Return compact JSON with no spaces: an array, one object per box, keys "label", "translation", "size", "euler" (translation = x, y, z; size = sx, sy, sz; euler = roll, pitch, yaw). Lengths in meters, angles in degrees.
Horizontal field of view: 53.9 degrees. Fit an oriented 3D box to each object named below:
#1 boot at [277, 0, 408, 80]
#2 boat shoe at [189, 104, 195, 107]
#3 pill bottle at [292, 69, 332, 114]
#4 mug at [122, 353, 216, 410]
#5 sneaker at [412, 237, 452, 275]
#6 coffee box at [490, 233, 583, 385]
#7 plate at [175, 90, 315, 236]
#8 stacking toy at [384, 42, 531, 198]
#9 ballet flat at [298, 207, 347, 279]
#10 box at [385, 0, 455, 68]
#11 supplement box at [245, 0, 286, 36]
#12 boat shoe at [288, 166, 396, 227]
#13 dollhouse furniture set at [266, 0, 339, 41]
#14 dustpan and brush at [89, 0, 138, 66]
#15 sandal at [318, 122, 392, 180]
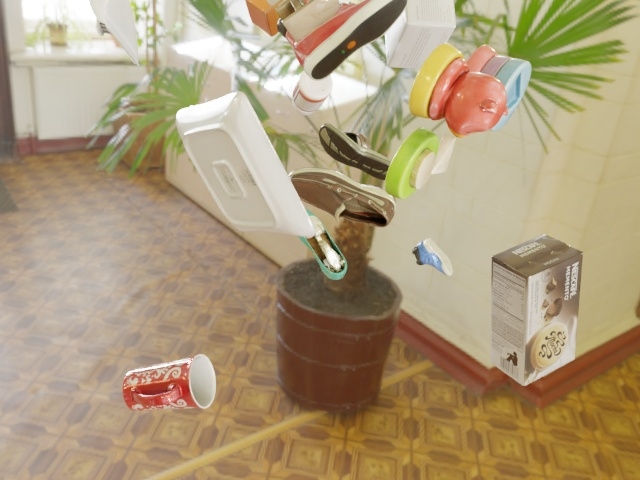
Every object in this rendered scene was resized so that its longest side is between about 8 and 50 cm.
[{"label":"boot","translation":[0.035,-0.451,1.226],"size":[0.176,0.244,0.088],"euler":[60,12,22]},{"label":"boat shoe","translation":[-0.294,-0.281,1.490],"size":[0.063,0.059,0.170],"euler":[38,-11,-21]},{"label":"pill bottle","translation":[-0.036,-0.532,2.263],"size":[0.121,0.121,0.221],"euler":[1,-6,-12]},{"label":"mug","translation":[-0.330,0.302,1.326],"size":[0.169,0.113,0.150],"euler":[-10,-24,17]},{"label":"sneaker","translation":[0.362,0.065,2.061],"size":[0.085,0.152,0.058],"euler":[-28,25,36]},{"label":"coffee box","translation":[0.491,0.158,1.444],"size":[0.168,0.297,0.119],"euler":[-19,29,-23]},{"label":"plate","translation":[-0.153,-0.119,1.143],"size":[0.045,0.277,0.278],"euler":[-38,23,-28]},{"label":"stacking toy","translation":[0.253,-0.185,1.079],"size":[0.130,0.279,0.309],"euler":[33,34,22]},{"label":"ballet flat","translation":[0.000,0.000,1.776],"size":[0.083,0.247,0.087],"euler":[-35,3,-19]},{"label":"box","translation":[0.231,-0.533,1.501],"size":[0.119,0.181,0.181],"euler":[1,-17,-8]},{"label":"supplement box","translation":[-0.050,-0.556,1.388],"size":[0.233,0.080,0.078],"euler":[-41,63,-14]},{"label":"boat shoe","translation":[0.043,-0.092,1.414],"size":[0.258,0.095,0.095],"euler":[13,43,1]},{"label":"dollhouse furniture set","translation":[-0.056,-0.481,0.961],"size":[0.161,0.242,0.212],"euler":[-32,50,11]},{"label":"dustpan and brush","translation":[-0.354,-0.406,1.033],"size":[0.060,0.211,0.147],"euler":[-7,-11,4]},{"label":"sandal","translation":[0.127,-0.297,2.072],"size":[0.303,0.120,0.086],"euler":[27,62,-16]}]
